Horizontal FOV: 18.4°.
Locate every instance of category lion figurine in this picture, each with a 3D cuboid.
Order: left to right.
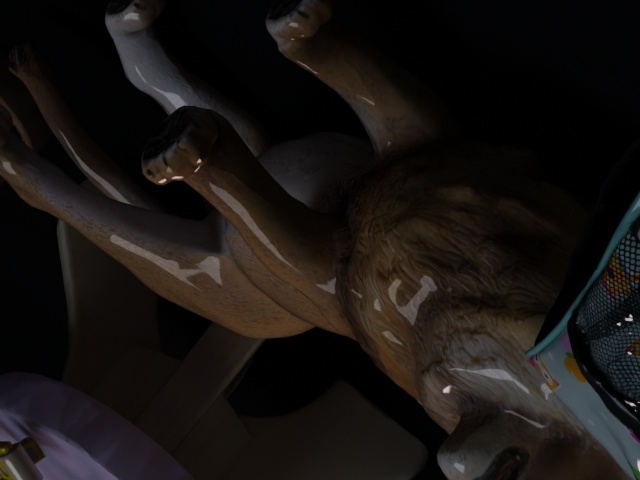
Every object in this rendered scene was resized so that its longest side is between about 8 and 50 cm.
[{"bbox_3d":[0.000,0.000,0.869,0.240,0.142,0.392,43,172,-27],"label":"lion figurine"}]

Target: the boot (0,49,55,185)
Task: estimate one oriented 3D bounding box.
[{"bbox_3d":[-0.301,-0.113,1.106,0.305,0.115,0.112,34,158,15],"label":"boot"}]

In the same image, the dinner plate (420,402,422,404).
[{"bbox_3d":[0.087,0.072,0.978,0.141,0.017,0.141,33,156,17],"label":"dinner plate"}]

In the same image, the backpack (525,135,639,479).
[{"bbox_3d":[0.152,0.012,0.581,0.144,0.166,0.188,49,160,2],"label":"backpack"}]

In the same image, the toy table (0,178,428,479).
[{"bbox_3d":[-0.080,0.099,1.095,0.252,0.161,0.274,43,157,-9],"label":"toy table"}]

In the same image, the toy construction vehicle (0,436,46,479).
[{"bbox_3d":[-0.149,0.122,0.998,0.086,0.035,0.098,57,152,-13],"label":"toy construction vehicle"}]
